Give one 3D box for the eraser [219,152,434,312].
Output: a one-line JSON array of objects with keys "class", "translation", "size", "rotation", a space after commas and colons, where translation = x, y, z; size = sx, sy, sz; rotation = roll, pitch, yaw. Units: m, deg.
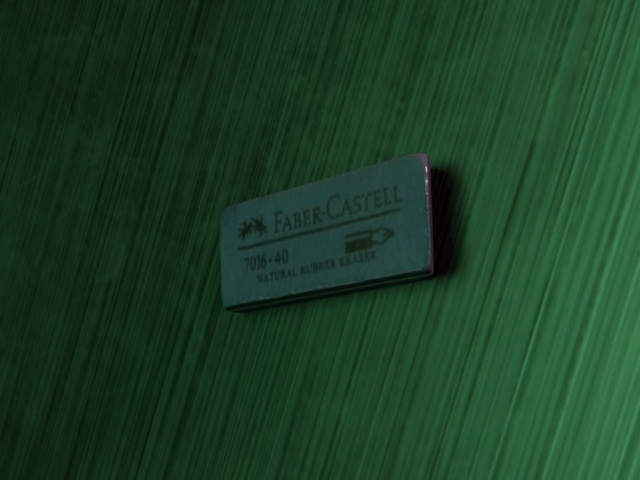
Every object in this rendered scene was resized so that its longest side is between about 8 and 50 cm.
[{"class": "eraser", "translation": [0.000, 0.000, 0.747], "size": [0.225, 0.036, 0.081], "rotation": [-12, 74, 43]}]
